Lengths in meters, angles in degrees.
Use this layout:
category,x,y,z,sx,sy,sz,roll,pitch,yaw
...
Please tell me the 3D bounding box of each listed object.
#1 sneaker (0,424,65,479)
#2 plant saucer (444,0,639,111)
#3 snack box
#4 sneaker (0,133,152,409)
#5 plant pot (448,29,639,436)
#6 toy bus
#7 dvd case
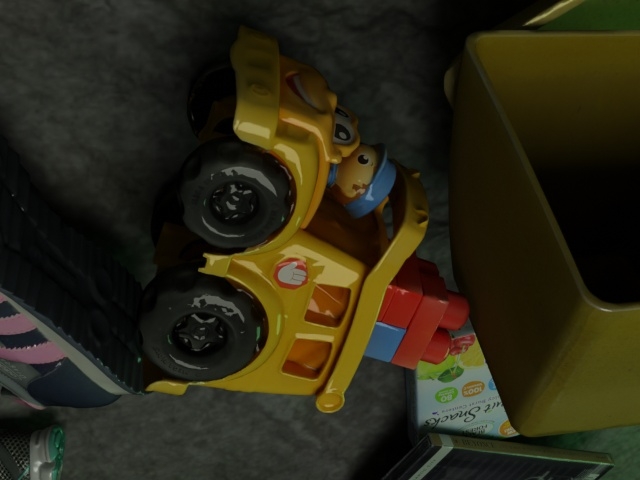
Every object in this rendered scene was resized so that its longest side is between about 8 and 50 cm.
category,x,y,z,sx,sy,sz,roll,pitch,yaw
sneaker,-0.243,0.203,0.990,0.076,0.065,0.166,9,121,-7
plant saucer,0.274,-0.105,0.914,0.333,0.081,0.333,-30,131,5
snack box,0.122,0.115,1.060,0.100,0.037,0.141,-13,132,-9
sneaker,-0.230,0.014,0.797,0.131,0.112,0.319,-15,134,21
plant pot,0.192,0.008,0.799,0.212,0.212,0.187,-4,141,-17
toy bus,0.000,0.000,0.816,0.211,0.149,0.220,14,121,-9
dvd case,0.135,0.232,1.145,0.221,0.018,0.164,12,133,-35
